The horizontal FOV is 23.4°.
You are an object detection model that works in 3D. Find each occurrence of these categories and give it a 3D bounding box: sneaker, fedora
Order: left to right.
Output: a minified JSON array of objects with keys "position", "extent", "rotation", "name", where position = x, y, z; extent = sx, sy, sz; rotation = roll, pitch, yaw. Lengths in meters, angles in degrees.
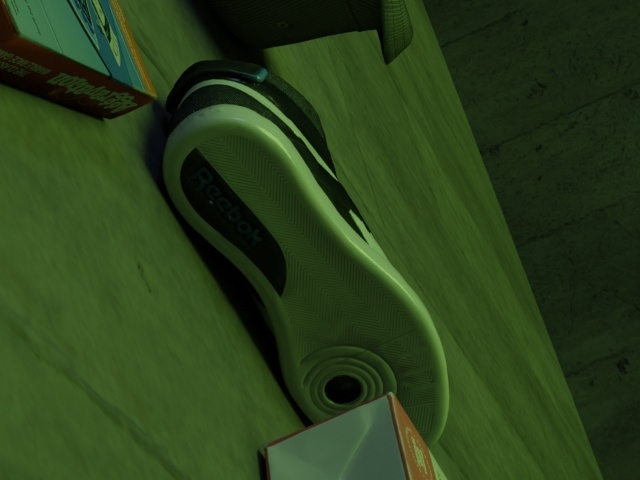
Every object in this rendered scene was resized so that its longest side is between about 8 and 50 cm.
[{"position":[-0.032,-0.222,0.973],"extent":[0.275,0.124,0.243],"rotation":[64,9,-62],"name":"fedora"},{"position":[0.000,0.000,0.767],"extent":[0.217,0.079,0.121],"rotation":[59,14,-27],"name":"sneaker"}]

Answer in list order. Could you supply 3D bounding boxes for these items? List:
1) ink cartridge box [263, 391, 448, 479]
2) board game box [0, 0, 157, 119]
[{"position":[0.051,0.176,0.669],"extent":[0.115,0.067,0.198],"rotation":[-101,164,-52],"name":"ink cartridge box"},{"position":[-0.147,-0.187,0.597],"extent":[0.281,0.027,0.145],"rotation":[68,12,8],"name":"board game box"}]
